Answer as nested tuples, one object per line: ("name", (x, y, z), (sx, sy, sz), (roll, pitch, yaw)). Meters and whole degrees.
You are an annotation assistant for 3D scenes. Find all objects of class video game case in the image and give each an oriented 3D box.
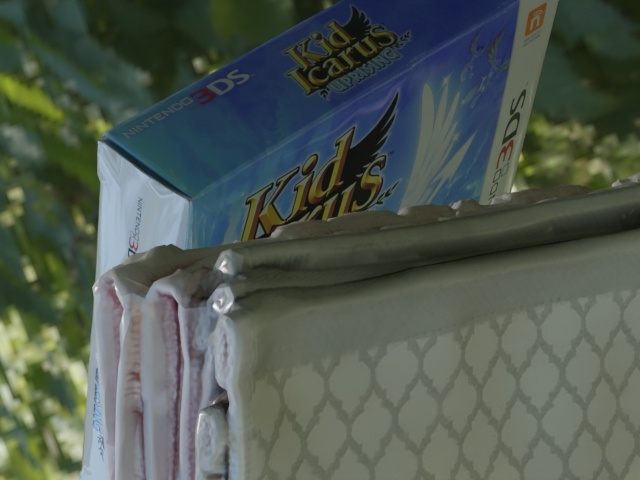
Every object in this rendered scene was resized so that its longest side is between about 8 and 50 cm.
("video game case", (0.000, 0.000, 0.955), (0.061, 0.269, 0.244), (34, 138, 26))

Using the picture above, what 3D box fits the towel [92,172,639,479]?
("towel", (0.080, 0.139, 0.565), (0.053, 0.332, 0.317), (6, 102, 44))
